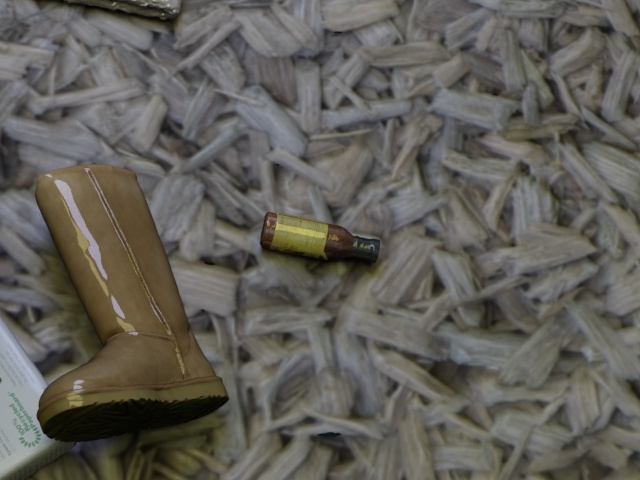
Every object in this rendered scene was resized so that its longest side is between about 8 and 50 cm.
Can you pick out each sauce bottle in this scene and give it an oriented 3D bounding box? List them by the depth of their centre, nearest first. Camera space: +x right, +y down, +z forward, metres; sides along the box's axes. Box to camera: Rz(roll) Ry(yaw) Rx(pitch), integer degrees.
[{"bbox_3d":[0.000,0.000,1.323,0.128,0.042,0.042,12,61,-5],"label":"sauce bottle"}]

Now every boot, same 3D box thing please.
[{"bbox_3d":[-0.219,0.053,1.183,0.236,0.089,0.269,8,53,-59],"label":"boot"}]

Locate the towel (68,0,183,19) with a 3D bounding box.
[{"bbox_3d":[-0.288,-0.360,1.443,0.282,0.049,0.187,11,63,-8],"label":"towel"}]

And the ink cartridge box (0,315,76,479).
[{"bbox_3d":[-0.450,0.143,1.135,0.330,0.071,0.324,-31,73,-23],"label":"ink cartridge box"}]
